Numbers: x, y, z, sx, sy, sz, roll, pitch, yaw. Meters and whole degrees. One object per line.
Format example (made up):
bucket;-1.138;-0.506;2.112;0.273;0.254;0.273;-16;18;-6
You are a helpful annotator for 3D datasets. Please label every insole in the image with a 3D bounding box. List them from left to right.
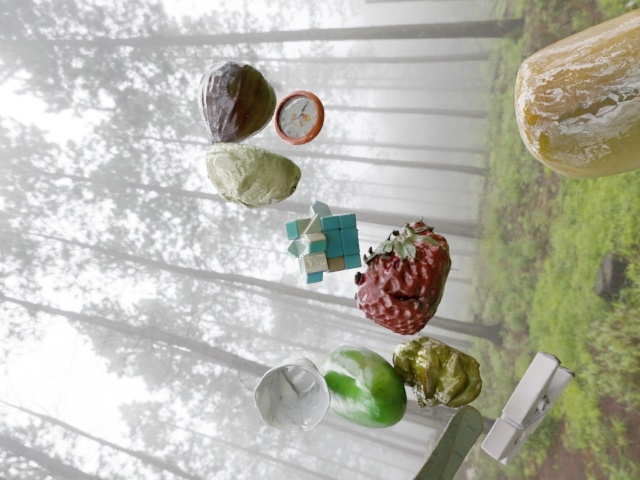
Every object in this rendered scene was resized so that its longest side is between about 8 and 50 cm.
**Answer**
insole;0.236;0.498;0.947;0.119;0.009;0.348;38;-103;-18

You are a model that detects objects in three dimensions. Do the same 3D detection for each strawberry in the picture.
strawberry;0.191;0.113;0.994;0.253;0.150;0.280;-16;-58;-44

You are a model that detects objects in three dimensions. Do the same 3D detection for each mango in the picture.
mango;0.109;0.391;1.245;0.201;0.225;0.382;-36;0;-13

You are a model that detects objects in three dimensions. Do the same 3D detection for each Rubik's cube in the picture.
Rubik's cube;0.000;0.000;1.502;0.224;0.212;0.265;180;82;-73

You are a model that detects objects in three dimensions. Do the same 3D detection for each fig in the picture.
fig;-0.240;-0.309;1.249;0.217;0.217;0.321;-3;-69;-67

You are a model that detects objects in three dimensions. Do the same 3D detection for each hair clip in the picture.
hair clip;0.582;0.474;1.303;0.101;0.085;0.331;42;-99;-36

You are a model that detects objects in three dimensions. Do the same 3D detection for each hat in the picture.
hat;-0.064;0.376;1.194;0.126;0.203;0.203;-64;-22;-74

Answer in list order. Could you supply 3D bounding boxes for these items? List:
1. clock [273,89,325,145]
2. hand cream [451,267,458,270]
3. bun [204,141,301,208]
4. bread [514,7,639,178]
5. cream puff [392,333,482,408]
clock;-0.079;-0.451;1.706;0.051;0.205;0.205;4;-85;-69
hand cream;0.449;0.110;1.766;0.257;0.084;0.050;85;-165;-81
bun;-0.156;-0.139;1.040;0.220;0.220;0.134;17;-92;-67
bread;0.660;-0.320;1.068;0.253;0.376;0.348;-31;-74;-49
cream puff;0.320;0.357;1.278;0.244;0.244;0.196;16;-112;-67
